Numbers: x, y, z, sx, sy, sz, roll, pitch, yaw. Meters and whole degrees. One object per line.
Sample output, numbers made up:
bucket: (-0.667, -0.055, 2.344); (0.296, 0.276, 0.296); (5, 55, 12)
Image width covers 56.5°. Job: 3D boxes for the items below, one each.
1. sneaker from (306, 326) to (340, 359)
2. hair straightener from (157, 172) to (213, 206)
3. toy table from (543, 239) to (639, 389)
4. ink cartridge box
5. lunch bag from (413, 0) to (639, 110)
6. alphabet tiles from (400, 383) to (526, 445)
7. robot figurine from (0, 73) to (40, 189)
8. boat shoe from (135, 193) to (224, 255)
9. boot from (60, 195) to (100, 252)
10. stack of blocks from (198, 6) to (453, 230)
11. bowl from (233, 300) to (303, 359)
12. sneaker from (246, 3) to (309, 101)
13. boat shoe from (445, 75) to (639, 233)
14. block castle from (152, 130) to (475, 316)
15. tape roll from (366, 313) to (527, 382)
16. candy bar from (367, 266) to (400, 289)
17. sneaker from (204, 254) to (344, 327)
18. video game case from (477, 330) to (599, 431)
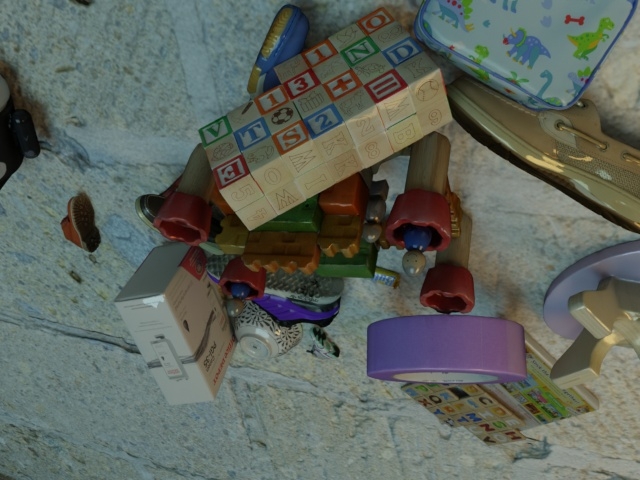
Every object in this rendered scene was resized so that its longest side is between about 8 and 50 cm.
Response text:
sneaker: (-0.010, 0.236, 1.331); (0.069, 0.038, 0.098); (-22, 116, 37)
hair straightener: (-0.258, -0.081, 1.163); (0.089, 0.047, 0.230); (45, 133, -16)
toy table: (0.471, 0.129, 0.919); (0.252, 0.161, 0.274); (33, 134, -5)
ink cartridge box: (-0.291, 0.174, 1.266); (0.117, 0.207, 0.283); (-9, 119, 15)
lunch bag: (0.236, -0.267, 0.694); (0.219, 0.090, 0.176); (28, 103, -2)
alphabet tiles: (0.317, 0.369, 1.286); (0.237, 0.009, 0.198); (39, 144, -8)
robot figurine: (-0.681, -0.221, 1.161); (0.173, 0.209, 0.278); (51, 146, 31)
boat shoe: (-0.242, -0.040, 1.136); (0.073, 0.080, 0.223); (-28, 141, 32)
boot: (-0.553, -0.044, 1.335); (0.084, 0.059, 0.158); (23, 136, 13)
stack of blocks: (-0.004, -0.162, 0.778); (0.297, 0.171, 0.087); (-29, 139, 3)
bowl: (-0.132, 0.214, 1.342); (0.170, 0.080, 0.170); (13, 134, 14)
sneaker: (-0.045, -0.218, 0.912); (0.131, 0.112, 0.296); (21, 144, -4)
boat shoe: (0.321, -0.137, 0.804); (0.341, 0.121, 0.110); (31, 100, -3)
block castle: (0.000, 0.000, 0.929); (0.453, 0.213, 0.303); (2, 151, 23)
tape roll: (0.219, 0.199, 1.055); (0.274, 0.090, 0.275); (3, 162, 1)
candy bar: (0.078, 0.058, 1.145); (0.161, 0.018, 0.040); (17, 134, 13)
sneaker: (-0.099, 0.113, 1.220); (0.293, 0.102, 0.146); (15, 134, 13)
video game case: (0.396, 0.290, 1.193); (0.227, 0.026, 0.206); (42, 134, -12)
